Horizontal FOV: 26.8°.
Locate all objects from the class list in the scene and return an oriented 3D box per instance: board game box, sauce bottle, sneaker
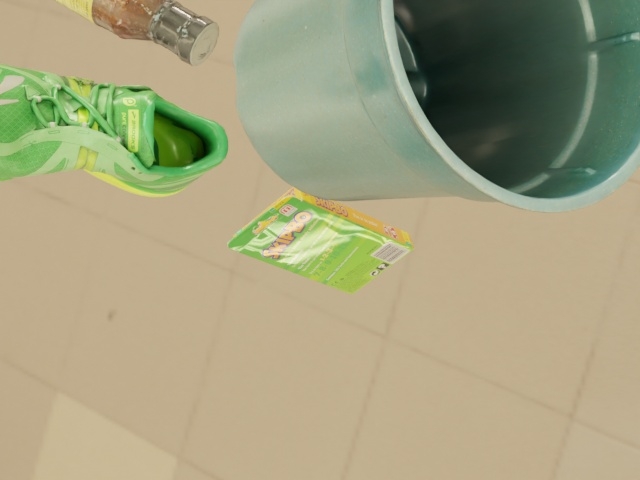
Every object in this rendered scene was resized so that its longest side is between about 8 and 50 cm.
[{"bbox_3d":[0.000,0.000,1.808,0.124,0.259,0.039,-38,55,27],"label":"board game box"},{"bbox_3d":[-0.113,-0.133,0.716,0.128,0.042,0.042,34,106,15],"label":"sauce bottle"},{"bbox_3d":[-0.205,-0.104,1.167,0.123,0.295,0.109,-15,77,44],"label":"sneaker"}]

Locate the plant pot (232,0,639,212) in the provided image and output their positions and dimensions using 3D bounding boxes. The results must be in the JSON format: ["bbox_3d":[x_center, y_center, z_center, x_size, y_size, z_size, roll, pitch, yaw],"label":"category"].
[{"bbox_3d":[0.100,-0.179,1.307,0.334,0.341,0.341,-9,79,56],"label":"plant pot"}]
